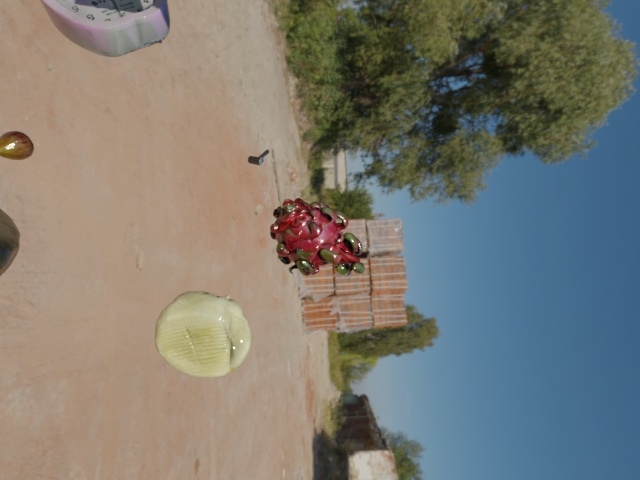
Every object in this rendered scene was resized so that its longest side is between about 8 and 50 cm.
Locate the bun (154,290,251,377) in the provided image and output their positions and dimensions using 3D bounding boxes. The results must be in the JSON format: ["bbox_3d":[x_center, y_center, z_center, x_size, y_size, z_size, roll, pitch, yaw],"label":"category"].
[{"bbox_3d":[-0.280,0.221,1.008,0.145,0.230,0.229,-86,172,-65],"label":"bun"}]

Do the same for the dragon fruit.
[{"bbox_3d":[-0.003,-0.006,1.126,0.198,0.273,0.218,93,5,-54],"label":"dragon fruit"}]

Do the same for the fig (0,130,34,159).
[{"bbox_3d":[-0.903,-0.266,1.183,0.125,0.089,0.088,-63,153,-57],"label":"fig"}]

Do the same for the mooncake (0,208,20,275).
[{"bbox_3d":[-0.693,-0.013,0.697,0.161,0.290,0.290,-49,176,-1],"label":"mooncake"}]

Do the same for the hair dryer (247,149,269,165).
[{"bbox_3d":[-0.188,-0.267,1.293,0.083,0.047,0.026,-54,151,-39],"label":"hair dryer"}]

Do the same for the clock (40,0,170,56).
[{"bbox_3d":[-0.604,-0.686,1.171,0.102,0.339,0.338,114,-24,-64],"label":"clock"}]
